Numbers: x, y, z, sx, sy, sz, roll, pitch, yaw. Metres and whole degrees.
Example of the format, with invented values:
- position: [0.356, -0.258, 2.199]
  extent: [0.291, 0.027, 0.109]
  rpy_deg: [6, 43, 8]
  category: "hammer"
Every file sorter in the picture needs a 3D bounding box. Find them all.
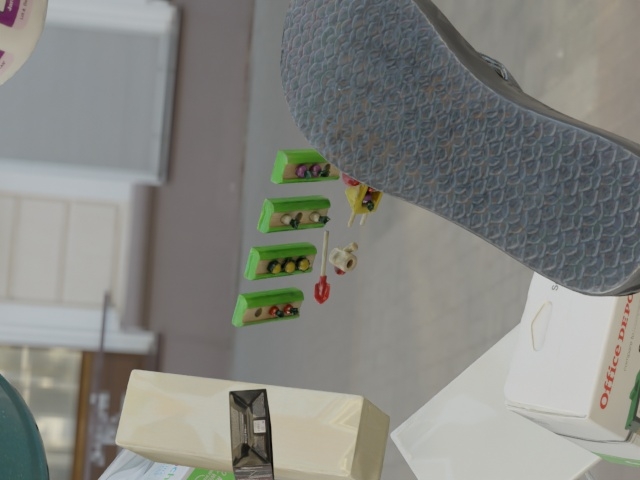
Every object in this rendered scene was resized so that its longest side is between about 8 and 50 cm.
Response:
- position: [0.275, 0.246, 1.781]
  extent: [0.278, 0.173, 0.193]
  rpy_deg: [-43, 60, 17]
  category: "file sorter"

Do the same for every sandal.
- position: [0.071, -0.053, 0.697]
  extent: [0.254, 0.054, 0.097]
  rpy_deg: [41, 114, 31]
  category: "sandal"

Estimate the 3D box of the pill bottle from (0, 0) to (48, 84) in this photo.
- position: [-0.413, -0.247, 1.281]
  extent: [0.169, 0.301, 0.169]
  rpy_deg: [-8, 77, 36]
  category: "pill bottle"

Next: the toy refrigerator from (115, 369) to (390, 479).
- position: [-0.071, 0.199, 1.498]
  extent: [0.102, 0.270, 0.094]
  rpy_deg: [45, -128, -62]
  category: "toy refrigerator"

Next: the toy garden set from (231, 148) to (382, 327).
- position: [0.000, 0.000, 1.847]
  extent: [0.049, 0.204, 0.244]
  rpy_deg: [31, 114, 37]
  category: "toy garden set"

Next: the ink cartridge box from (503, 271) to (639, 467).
- position: [0.280, 0.117, 1.331]
  extent: [0.093, 0.219, 0.160]
  rpy_deg: [5, 74, 40]
  category: "ink cartridge box"

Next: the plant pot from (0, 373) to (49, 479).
- position: [-0.310, 0.108, 0.664]
  extent: [0.255, 0.272, 0.271]
  rpy_deg: [57, -155, -50]
  category: "plant pot"

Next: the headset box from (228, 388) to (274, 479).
- position: [-0.054, 0.160, 1.109]
  extent: [0.083, 0.032, 0.062]
  rpy_deg: [92, 174, -66]
  category: "headset box"

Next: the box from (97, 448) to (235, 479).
- position: [-0.222, 0.381, 1.718]
  extent: [0.262, 0.127, 0.231]
  rpy_deg: [-51, 19, -26]
  category: "box"
